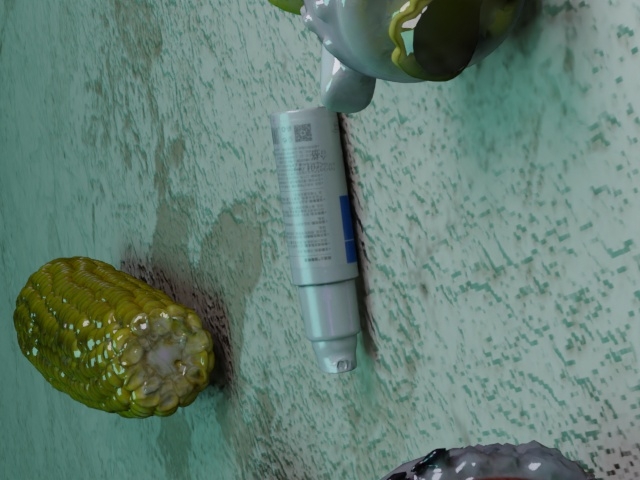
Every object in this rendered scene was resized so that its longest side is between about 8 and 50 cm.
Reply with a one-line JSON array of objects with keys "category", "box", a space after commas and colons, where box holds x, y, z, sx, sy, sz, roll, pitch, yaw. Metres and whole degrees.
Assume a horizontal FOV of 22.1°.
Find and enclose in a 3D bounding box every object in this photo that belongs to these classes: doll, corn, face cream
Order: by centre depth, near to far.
[{"category": "doll", "box": [0.019, -0.115, 0.636, 0.207, 0.081, 0.129, 45, 121, 61]}, {"category": "face cream", "box": [0.000, 0.000, 0.802, 0.034, 0.034, 0.130, 179, 83, -70]}, {"category": "corn", "box": [-0.152, 0.070, 1.162, 0.310, 0.101, 0.101, -161, 64, -66]}]

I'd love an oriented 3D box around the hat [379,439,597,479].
[{"category": "hat", "box": [0.044, 0.135, 0.635, 0.227, 0.140, 0.129, 167, 104, -83]}]
